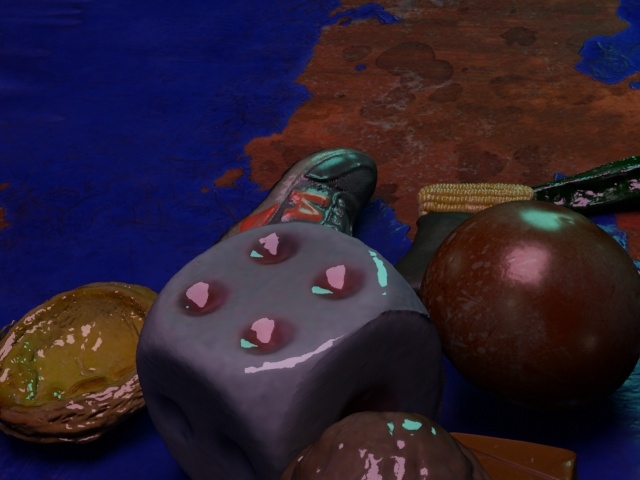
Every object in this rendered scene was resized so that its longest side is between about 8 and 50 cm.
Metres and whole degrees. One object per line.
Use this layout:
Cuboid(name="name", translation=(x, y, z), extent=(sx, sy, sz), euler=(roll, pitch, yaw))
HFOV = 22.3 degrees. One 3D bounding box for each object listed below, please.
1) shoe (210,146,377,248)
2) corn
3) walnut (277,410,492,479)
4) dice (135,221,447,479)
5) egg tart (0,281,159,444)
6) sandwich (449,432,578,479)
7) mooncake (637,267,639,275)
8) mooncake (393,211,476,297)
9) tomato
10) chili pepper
Cuboid(name="shoe", translation=(0.000, 0.000, 2.200), extent=(0.171, 0.132, 0.336), euler=(25, 52, 33))
Cuboid(name="corn", translation=(0.215, -0.039, 2.224), extent=(0.165, 0.063, 0.085), euler=(-4, 68, 12))
Cuboid(name="walnut", translation=(0.067, 0.293, 1.687), extent=(0.248, 0.248, 0.248), euler=(-8, 37, 6))
Cuboid(name="dice", translation=(-0.036, 0.158, 1.881), extent=(0.268, 0.265, 0.262), euler=(-37, 43, -28))
Cuboid(name="egg tart", translation=(-0.303, 0.166, 2.094), extent=(0.278, 0.095, 0.279), euler=(-11, 40, 9))
Cuboid(name="sandwich", translation=(0.188, 0.299, 1.755), extent=(0.187, 0.117, 0.144), euler=(5, 37, 20))
Cuboid(name="mooncake", translation=(0.554, 0.009, 2.081), extent=(0.346, 0.057, 0.150), euler=(-5, 25, 14))
Cuboid(name="mooncake", translation=(0.158, 0.042, 2.113), extent=(0.175, 0.104, 0.168), euler=(-29, 43, -17))
Cuboid(name="tomato", translation=(0.258, 0.067, 1.903), extent=(0.270, 0.223, 0.270), euler=(19, 21, -7))
Cuboid(name="chili pepper", translation=(0.361, -0.071, 2.248), extent=(0.226, 0.059, 0.088), euler=(-10, 32, 11))
